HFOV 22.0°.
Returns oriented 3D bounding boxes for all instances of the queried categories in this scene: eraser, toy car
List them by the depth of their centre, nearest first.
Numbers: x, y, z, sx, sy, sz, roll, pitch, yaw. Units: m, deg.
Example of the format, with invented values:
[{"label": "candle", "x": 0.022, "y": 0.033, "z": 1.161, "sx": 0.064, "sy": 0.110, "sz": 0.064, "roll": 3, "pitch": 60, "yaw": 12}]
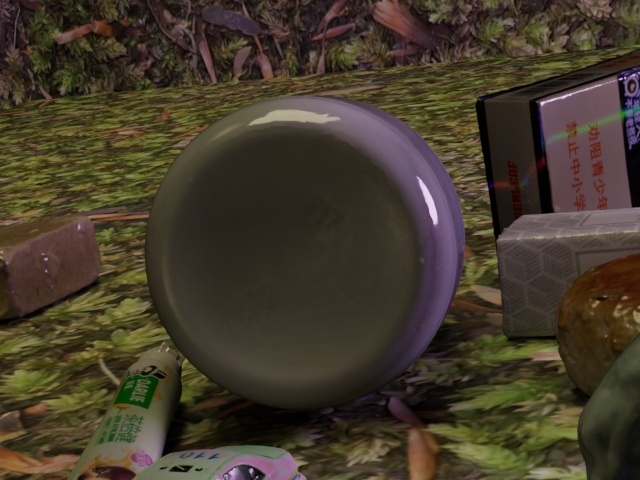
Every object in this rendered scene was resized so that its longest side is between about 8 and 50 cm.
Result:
[{"label": "toy car", "x": -0.089, "y": 0.183, "z": 1.023, "sx": 0.090, "sy": 0.076, "sz": 0.224, "roll": -1, "pitch": 14, "yaw": 26}, {"label": "eraser", "x": 0.353, "y": 0.019, "z": 1.387, "sx": 0.404, "sy": 0.096, "sz": 0.098, "roll": -5, "pitch": 12, "yaw": 24}]

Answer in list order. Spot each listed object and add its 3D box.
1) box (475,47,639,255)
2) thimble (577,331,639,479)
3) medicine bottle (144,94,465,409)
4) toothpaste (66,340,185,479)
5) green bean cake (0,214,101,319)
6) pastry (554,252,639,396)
[{"label": "box", "x": 0.296, "y": -0.075, "z": 1.613, "sx": 0.310, "sy": 0.198, "sz": 0.084, "roll": -19, "pitch": 15, "yaw": -37}, {"label": "thimble", "x": 0.264, "y": 0.097, "z": 0.841, "sx": 0.250, "sy": 0.205, "sz": 0.172, "roll": -6, "pitch": 11, "yaw": 41}, {"label": "medicine bottle", "x": 0.000, "y": 0.000, "z": 1.385, "sx": 0.245, "sy": 0.245, "sz": 0.306, "roll": -7, "pitch": 5, "yaw": 9}, {"label": "toothpaste", "x": -0.148, "y": 0.155, "z": 1.267, "sx": 0.058, "sy": 0.056, "sz": 0.314, "roll": -48, "pitch": 8, "yaw": 14}, {"label": "green bean cake", "x": -0.341, "y": 0.031, "z": 1.872, "sx": 0.109, "sy": 0.085, "sz": 0.179, "roll": -4, "pitch": 12, "yaw": 28}, {"label": "pastry", "x": 0.278, "y": 0.061, "z": 1.258, "sx": 0.192, "sy": 0.093, "sz": 0.182, "roll": -15, "pitch": 16, "yaw": -27}]
